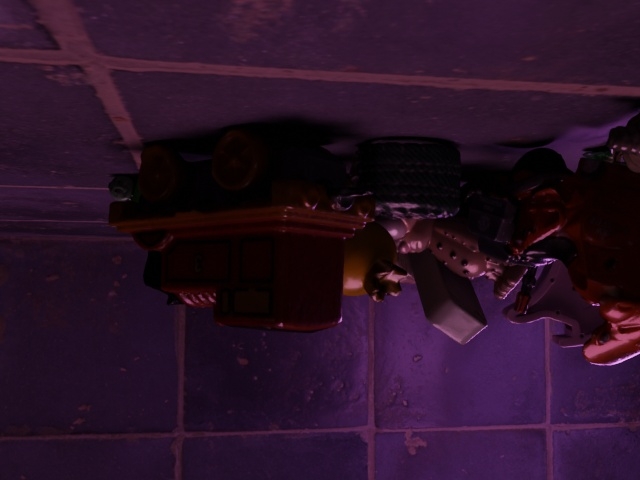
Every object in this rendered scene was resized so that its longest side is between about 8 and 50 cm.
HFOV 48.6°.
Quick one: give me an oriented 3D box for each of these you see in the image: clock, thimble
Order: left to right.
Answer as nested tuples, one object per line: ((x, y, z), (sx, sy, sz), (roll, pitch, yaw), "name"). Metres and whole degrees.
((0.110, -0.073, 0.887), (0.135, 0.090, 0.118), (3, 178, -33), "thimble")
((0.498, 0.077, 1.448), (0.290, 0.276, 0.080), (-28, 176, 3), "clock")

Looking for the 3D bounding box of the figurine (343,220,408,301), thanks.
((0.007, -0.011, 0.974), (0.127, 0.234, 0.185), (-44, 131, 17), "figurine")

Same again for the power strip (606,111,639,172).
((0.451, -0.098, 0.699), (0.387, 0.066, 0.092), (-1, 179, -14), "power strip")

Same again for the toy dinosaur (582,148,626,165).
((0.360, -0.105, 0.892), (0.060, 0.029, 0.119), (12, -178, 28), "toy dinosaur")

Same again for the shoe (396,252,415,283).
((0.098, 0.003, 1.447), (0.350, 0.172, 0.198), (17, 158, -34), "shoe")

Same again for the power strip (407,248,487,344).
((0.197, 0.030, 1.226), (0.091, 0.062, 0.385), (36, -158, -21), "power strip")

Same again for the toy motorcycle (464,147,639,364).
((0.306, 0.016, 0.813), (0.147, 0.222, 0.325), (12, -172, -34), "toy motorcycle")

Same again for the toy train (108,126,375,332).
((-0.092, -0.007, 0.861), (0.369, 0.232, 0.163), (-3, 172, 39), "toy train")

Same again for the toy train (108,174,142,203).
((-0.288, -0.065, 1.249), (0.119, 0.085, 0.251), (16, 174, 6), "toy train")

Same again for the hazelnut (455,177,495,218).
((0.285, -0.018, 1.154), (0.177, 0.178, 0.204), (2, 173, -21), "hazelnut")

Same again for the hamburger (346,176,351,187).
((0.013, -0.061, 1.171), (0.126, 0.082, 0.141), (-1, 175, 23), "hamburger")

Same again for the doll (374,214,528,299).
((0.171, -0.011, 1.049), (0.278, 0.119, 0.154), (29, 161, 18), "doll")
